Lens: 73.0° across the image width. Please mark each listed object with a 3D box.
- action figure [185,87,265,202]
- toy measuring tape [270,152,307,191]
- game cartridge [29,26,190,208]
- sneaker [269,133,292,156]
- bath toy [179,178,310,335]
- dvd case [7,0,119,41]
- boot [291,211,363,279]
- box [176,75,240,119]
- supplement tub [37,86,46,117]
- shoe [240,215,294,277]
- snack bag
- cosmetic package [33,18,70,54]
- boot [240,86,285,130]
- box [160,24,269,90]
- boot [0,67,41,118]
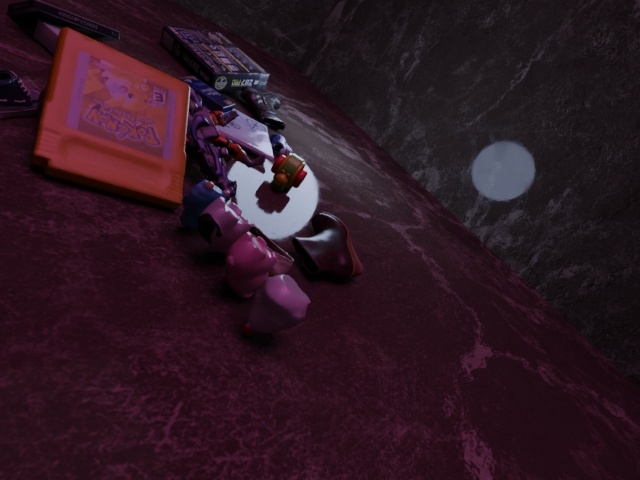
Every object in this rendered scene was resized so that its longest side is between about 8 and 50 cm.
[{"bbox_3d":[-0.311,-0.237,1.171,0.330,0.179,0.341,-12,77,-51],"label":"action figure"},{"bbox_3d":[-0.090,-0.252,1.487,0.121,0.121,0.330,35,23,-3],"label":"toy measuring tape"},{"bbox_3d":[-0.420,-0.251,0.915,0.285,0.053,0.323,16,60,-40],"label":"game cartridge"},{"bbox_3d":[-0.165,-0.375,1.689,0.059,0.053,0.144,6,37,-46],"label":"sneaker"},{"bbox_3d":[-0.156,0.042,0.838,0.348,0.129,0.151,50,7,27],"label":"bath toy"},{"bbox_3d":[-0.762,-0.650,1.293,0.179,0.029,0.239,14,9,34],"label":"dvd case"},{"bbox_3d":[0.000,0.000,1.169,0.207,0.090,0.248,10,38,-50],"label":"boot"},{"bbox_3d":[-0.399,-0.517,1.566,0.225,0.036,0.136,34,24,-7],"label":"box"},{"bbox_3d":[-0.550,-0.307,0.962,0.106,0.106,0.198,27,26,-22],"label":"supplement tub"},{"bbox_3d":[-0.145,0.000,1.009,0.219,0.058,0.077,45,24,17],"label":"shoe"},{"bbox_3d":[-0.317,-0.414,1.571,0.323,0.037,0.342,23,26,-27],"label":"snack bag"},{"bbox_3d":[-0.686,-0.524,1.229,0.239,0.060,0.099,40,24,10],"label":"cosmetic package"},{"bbox_3d":[-0.228,-0.579,1.963,0.263,0.091,0.229,-6,53,-52],"label":"boot"},{"bbox_3d":[-0.473,-0.819,1.946,0.395,0.097,0.318,45,41,20],"label":"box"},{"bbox_3d":[-0.619,-0.303,0.879,0.069,0.086,0.190,32,24,-11],"label":"boot"}]
